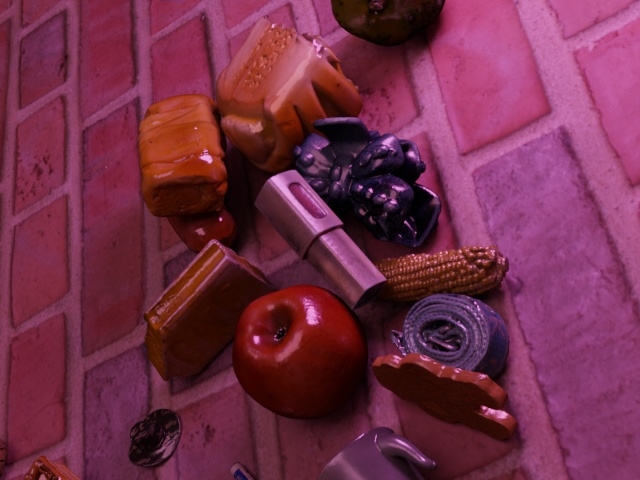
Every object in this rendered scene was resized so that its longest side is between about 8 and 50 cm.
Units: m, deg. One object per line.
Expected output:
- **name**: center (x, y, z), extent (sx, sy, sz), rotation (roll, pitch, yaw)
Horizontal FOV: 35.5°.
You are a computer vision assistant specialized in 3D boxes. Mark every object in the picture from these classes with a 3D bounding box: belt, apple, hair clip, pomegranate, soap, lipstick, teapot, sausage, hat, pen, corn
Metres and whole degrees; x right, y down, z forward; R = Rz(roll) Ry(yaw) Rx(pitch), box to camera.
- **belt**: center (0.207, 0.152, 1.537), extent (0.147, 0.082, 0.163), rotation (-51, 49, 14)
- **apple**: center (-0.032, 0.180, 1.621), extent (0.218, 0.201, 0.218), rotation (-16, 51, 21)
- **hair clip**: center (0.063, -0.101, 1.737), extent (0.310, 0.194, 0.206), rotation (6, 90, 37)
- **pomegranate**: center (0.131, -0.510, 1.902), extent (0.222, 0.204, 0.276), rotation (1, 66, 17)
- **soap**: center (-0.219, 0.136, 1.812), extent (0.257, 0.160, 0.080), rotation (-48, 48, 5)
- **lipstick**: center (0.000, 0.000, 1.639), extent (0.253, 0.079, 0.077), rotation (50, 134, 20)
- **teapot**: center (0.091, 0.386, 1.452), extent (0.149, 0.162, 0.239), rotation (40, 116, 32)
- **sausage**: center (-0.248, -0.059, 1.985), extent (0.113, 0.113, 0.259), rotation (-45, 45, 6)
- **hat**: center (-0.313, 0.354, 1.826), extent (0.121, 0.050, 0.121), rotation (-18, 52, 25)
- **pen**: center (-0.088, 0.430, 1.629), extent (0.025, 0.025, 0.204), rotation (-52, 46, 0)
- **corn**: center (0.174, 0.056, 1.618), extent (0.288, 0.086, 0.086), rotation (-8, 60, 35)

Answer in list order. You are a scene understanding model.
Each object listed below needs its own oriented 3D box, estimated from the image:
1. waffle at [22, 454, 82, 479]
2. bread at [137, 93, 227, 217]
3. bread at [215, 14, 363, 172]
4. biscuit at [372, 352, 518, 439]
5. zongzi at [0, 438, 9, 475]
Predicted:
- **waffle**: center (-0.501, 0.565, 1.779), extent (0.213, 0.091, 0.308), rotation (29, 82, 27)
- **bread**: center (-0.262, -0.171, 1.938), extent (0.167, 0.132, 0.294), rotation (-15, 40, 4)
- **bread**: center (-0.063, -0.261, 1.910), extent (0.270, 0.211, 0.316), rotation (-57, 35, 1)
- **biscuit**: center (0.179, 0.222, 1.474), extent (0.236, 0.144, 0.040), rotation (16, 50, 40)
- **zongzi**: center (-0.737, 0.485, 2.041), extent (0.194, 0.099, 0.197), rotation (4, 74, 38)
